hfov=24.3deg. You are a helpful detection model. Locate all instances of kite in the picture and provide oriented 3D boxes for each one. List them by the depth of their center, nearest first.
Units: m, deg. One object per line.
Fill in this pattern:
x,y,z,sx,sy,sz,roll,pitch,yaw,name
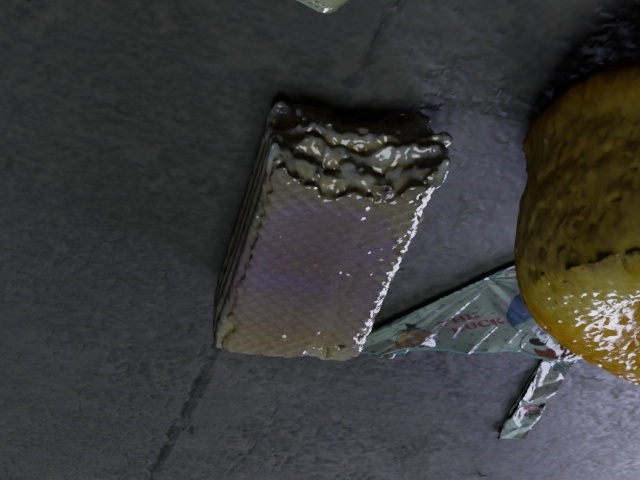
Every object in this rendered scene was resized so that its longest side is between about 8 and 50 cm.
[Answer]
0.185,0.078,1.102,0.335,0.011,0.314,4,145,-4,kite

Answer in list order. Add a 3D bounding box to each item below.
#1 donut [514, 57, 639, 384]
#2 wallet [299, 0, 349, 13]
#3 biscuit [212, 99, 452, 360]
0.238,0.022,0.839,0.303,0.110,0.303,21,162,7,donut
0.017,-0.176,0.713,0.110,0.039,0.155,23,139,-31,wallet
0.000,0.000,0.952,0.108,0.062,0.239,6,146,-11,biscuit
